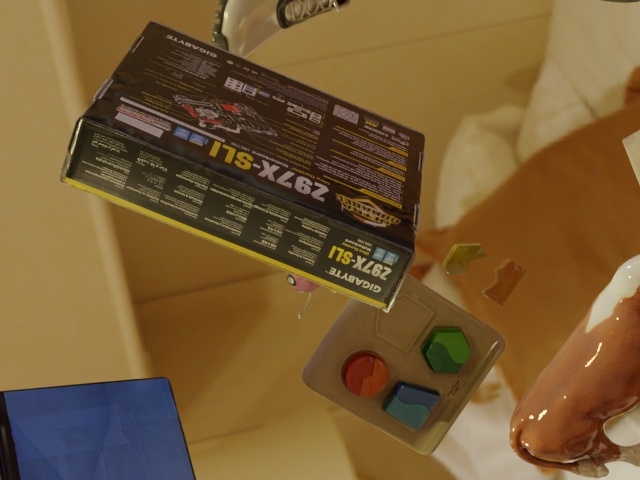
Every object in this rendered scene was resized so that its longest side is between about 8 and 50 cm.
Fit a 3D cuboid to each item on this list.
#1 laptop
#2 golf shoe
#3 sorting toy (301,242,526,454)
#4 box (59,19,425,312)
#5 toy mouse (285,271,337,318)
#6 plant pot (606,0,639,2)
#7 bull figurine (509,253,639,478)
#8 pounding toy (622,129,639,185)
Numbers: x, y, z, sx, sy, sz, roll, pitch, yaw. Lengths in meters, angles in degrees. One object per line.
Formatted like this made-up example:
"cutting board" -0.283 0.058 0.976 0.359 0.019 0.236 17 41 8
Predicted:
"laptop" -0.324 0.295 1.489 0.408 0.236 0.382 64 -176 -57
"golf shoe" -0.031 -0.318 1.487 0.120 0.273 0.105 27 155 24
"sorting toy" 0.147 0.131 1.684 0.307 0.229 0.041 -56 12 5
"box" -0.059 -0.082 1.154 0.257 0.322 0.079 -77 11 -58
"toy mouse" 0.000 0.000 1.267 0.031 0.161 0.143 -7 131 47
"plant pot" 0.288 -0.415 1.214 0.195 0.290 0.290 -57 40 44
"bull figurine" 0.331 0.125 1.274 0.188 0.310 0.101 36 -170 -33
"pounding toy" 0.338 -0.023 1.000 0.206 0.094 0.181 39 -150 -40
